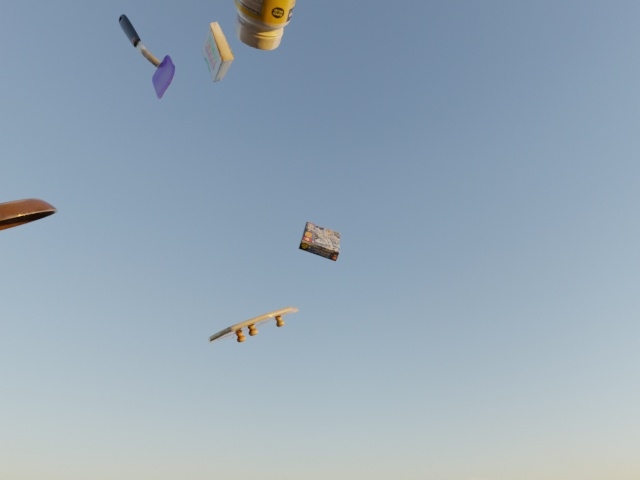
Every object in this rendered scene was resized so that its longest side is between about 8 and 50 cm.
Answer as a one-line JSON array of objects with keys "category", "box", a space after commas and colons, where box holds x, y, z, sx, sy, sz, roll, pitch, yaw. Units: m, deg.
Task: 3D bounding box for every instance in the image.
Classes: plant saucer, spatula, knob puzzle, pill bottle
[{"category": "plant saucer", "box": [-0.506, -0.034, 0.705, 0.168, 0.029, 0.168, -18, 6, 2]}, {"category": "spatula", "box": [-0.428, -0.463, 1.097, 0.084, 0.296, 0.030, -46, -21, 22]}, {"category": "knob puzzle", "box": [-0.142, 0.183, 0.921, 0.213, 0.030, 0.213, -20, -11, -4]}, {"category": "pill bottle", "box": [-0.103, -0.493, 0.878, 0.119, 0.119, 0.208, 9, -40, -16]}]

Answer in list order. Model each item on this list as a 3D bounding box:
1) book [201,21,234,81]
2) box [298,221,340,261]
[{"category": "book", "box": [-0.271, -0.484, 1.168, 0.035, 0.096, 0.144, -23, 6, -22]}, {"category": "box", "box": [0.000, 0.000, 1.100, 0.094, 0.137, 0.027, 20, -70, -3]}]
